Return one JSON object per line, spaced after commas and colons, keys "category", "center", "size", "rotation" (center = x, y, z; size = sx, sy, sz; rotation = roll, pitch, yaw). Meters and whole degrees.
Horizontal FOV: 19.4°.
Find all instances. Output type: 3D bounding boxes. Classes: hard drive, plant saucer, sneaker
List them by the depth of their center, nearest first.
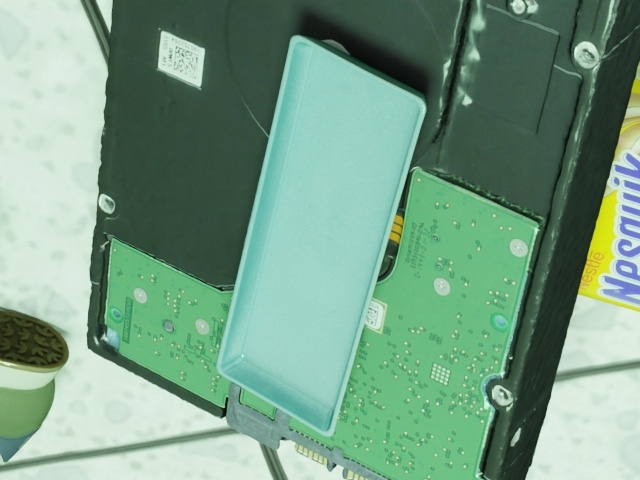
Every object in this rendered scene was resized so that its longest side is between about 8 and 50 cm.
{"category": "plant saucer", "center": [0.000, 0.000, 0.824], "size": [0.067, 0.018, 0.192], "rotation": [29, 130, 18]}
{"category": "hard drive", "center": [0.013, -0.046, 0.842], "size": [0.237, 0.064, 0.339], "rotation": [25, 127, 22]}
{"category": "sneaker", "center": [-0.238, 0.070, 1.004], "size": [0.192, 0.064, 0.086], "rotation": [16, 120, -7]}

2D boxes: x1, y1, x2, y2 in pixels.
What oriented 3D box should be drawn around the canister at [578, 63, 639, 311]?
{"category": "canister", "center": [0.172, -0.019, 0.884], "size": [0.170, 0.073, 0.126], "rotation": [16, 126, -5]}
